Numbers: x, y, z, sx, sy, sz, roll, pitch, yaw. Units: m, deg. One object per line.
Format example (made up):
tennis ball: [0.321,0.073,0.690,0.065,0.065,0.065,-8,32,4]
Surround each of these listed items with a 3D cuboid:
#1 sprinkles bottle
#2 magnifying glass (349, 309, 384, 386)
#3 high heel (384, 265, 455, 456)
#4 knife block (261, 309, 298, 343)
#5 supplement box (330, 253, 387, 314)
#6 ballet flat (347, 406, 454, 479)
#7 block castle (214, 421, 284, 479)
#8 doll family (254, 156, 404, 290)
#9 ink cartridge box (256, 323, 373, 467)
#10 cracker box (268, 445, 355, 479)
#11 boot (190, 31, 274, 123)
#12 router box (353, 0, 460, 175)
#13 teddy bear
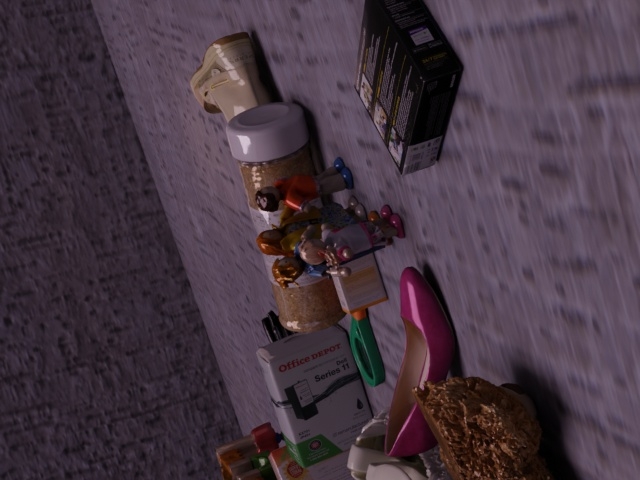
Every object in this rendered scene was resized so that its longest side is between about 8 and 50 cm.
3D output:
sprinkles bottle: [-0.047,-0.032,1.734,0.121,0.121,0.355,-136,28,-60]
magnifying glass: [0.065,0.136,1.762,0.092,0.026,0.231,-128,20,-52]
high heel: [0.110,0.158,1.417,0.082,0.117,0.244,-139,31,-63]
knife block: [-0.029,0.256,2.155,0.242,0.088,0.275,-128,21,-52]
supplement box: [0.050,0.049,1.605,0.036,0.062,0.098,-158,50,-74]
ballet flat: [0.116,0.318,1.575,0.409,0.147,0.147,13,123,70]
block castle: [-0.075,0.635,2.638,0.453,0.213,0.303,-161,55,-70]
doll family: [0.000,0.000,1.512,0.263,0.163,0.118,-132,25,-56]
ink cartridge box: [-0.006,0.267,1.947,0.087,0.153,0.208,-156,46,-70]
cracker box: [0.012,0.499,2.202,0.067,0.156,0.232,112,136,-70]
boot: [-0.132,-0.210,1.873,0.203,0.095,0.262,67,160,8]
router box: [0.087,-0.172,1.180,0.179,0.046,0.133,98,149,-62]
teddy bear: [0.223,0.286,1.244,0.338,0.113,0.245,63,174,-4]
